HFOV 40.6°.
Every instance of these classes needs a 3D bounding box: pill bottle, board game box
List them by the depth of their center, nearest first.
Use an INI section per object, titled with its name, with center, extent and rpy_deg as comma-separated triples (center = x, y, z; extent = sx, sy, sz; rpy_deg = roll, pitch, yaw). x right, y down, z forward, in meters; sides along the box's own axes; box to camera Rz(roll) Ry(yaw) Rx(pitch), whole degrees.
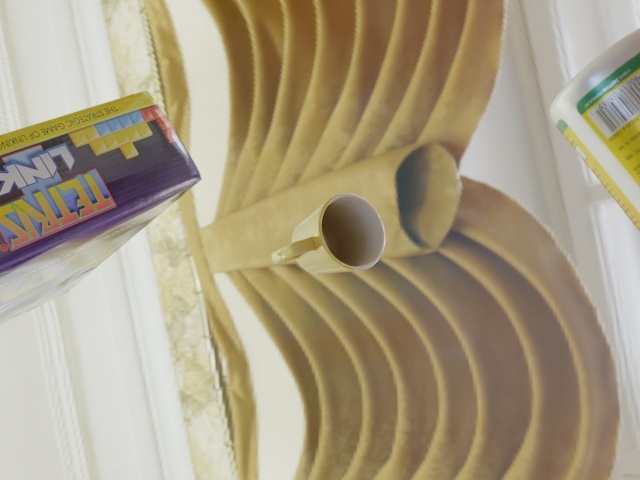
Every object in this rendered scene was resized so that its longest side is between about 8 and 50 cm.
[board game box]
center = -0.150, 0.012, 0.342
extent = 0.170, 0.141, 0.048
rpy_deg = -30, -90, -45
[pill bottle]
center = 0.286, -0.057, 0.674
extent = 0.118, 0.117, 0.208
rpy_deg = -26, -105, -39

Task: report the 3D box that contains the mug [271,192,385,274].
[mug]
center = 0.002, -0.003, 0.695
extent = 0.078, 0.064, 0.062
rpy_deg = 20, -113, -28
